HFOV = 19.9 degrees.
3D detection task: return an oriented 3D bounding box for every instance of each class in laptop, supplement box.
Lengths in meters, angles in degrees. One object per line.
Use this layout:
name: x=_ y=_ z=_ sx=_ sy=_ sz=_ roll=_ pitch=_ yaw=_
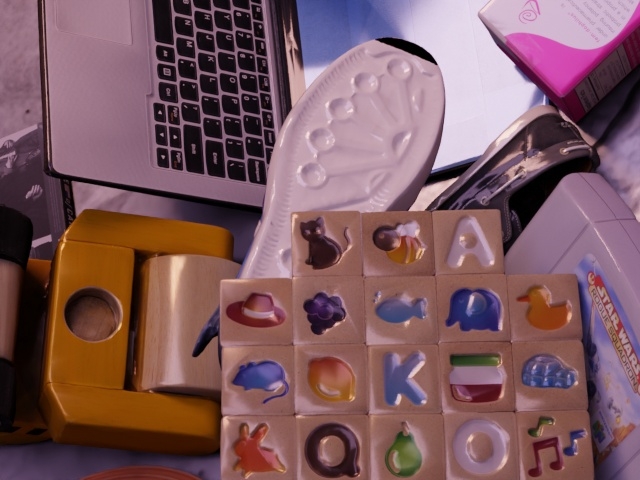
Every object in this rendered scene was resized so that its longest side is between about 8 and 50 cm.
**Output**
laptop: x=-0.034 y=-0.244 z=1.711 sx=0.236 sy=0.408 sz=0.382 roll=-38 pitch=51 yaw=49
supplement box: x=0.260 y=-0.225 z=1.609 sx=0.220 sy=0.114 sz=0.111 roll=-43 pitch=74 yaw=3

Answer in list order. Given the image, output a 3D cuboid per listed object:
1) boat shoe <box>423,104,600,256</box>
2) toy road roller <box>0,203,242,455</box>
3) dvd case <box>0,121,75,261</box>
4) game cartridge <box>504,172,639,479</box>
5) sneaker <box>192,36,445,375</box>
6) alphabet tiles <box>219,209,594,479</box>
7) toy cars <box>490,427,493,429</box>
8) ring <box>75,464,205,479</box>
boat shoe: x=0.146 y=-0.013 z=1.608 sx=0.233 sy=0.084 sz=0.079 roll=-46 pitch=57 yaw=6
toy road roller: x=-0.238 y=0.101 z=1.721 sx=0.329 sy=0.240 sz=0.203 roll=6 pitch=69 yaw=-11
dvd case: x=-0.363 y=-0.007 z=1.894 sx=0.238 sy=0.029 sz=0.179 roll=-20 pitch=63 yaw=19
game cartridge: x=0.230 y=0.104 z=1.475 sx=0.062 sy=0.198 sz=0.297 roll=-7 pitch=58 yaw=-23
sneaker: x=0.000 y=0.001 z=1.603 sx=0.130 sy=0.236 sz=0.323 roll=23 pitch=69 yaw=2
alphabet tiles: x=0.065 y=0.134 z=1.411 sx=0.285 sy=0.011 sz=0.343 roll=-1 pitch=68 yaw=-1
toy cars: x=0.169 y=0.317 z=1.442 sx=0.087 sy=0.176 sz=0.394 roll=-3 pitch=65 yaw=-11
ring: x=-0.199 y=0.351 z=1.624 sx=0.336 sy=0.032 sz=0.337 roll=-17 pitch=46 yaw=19
